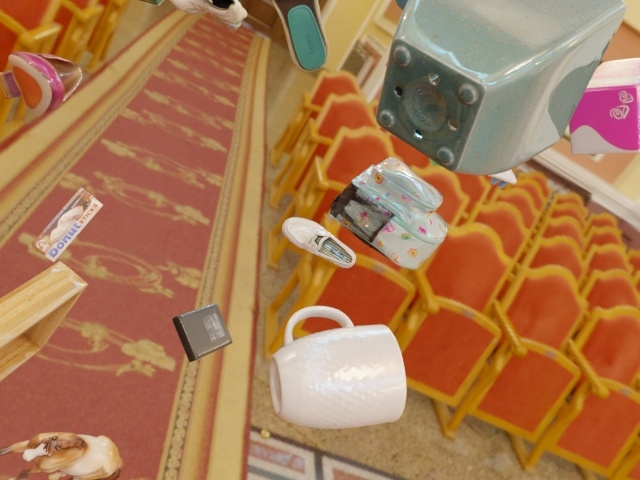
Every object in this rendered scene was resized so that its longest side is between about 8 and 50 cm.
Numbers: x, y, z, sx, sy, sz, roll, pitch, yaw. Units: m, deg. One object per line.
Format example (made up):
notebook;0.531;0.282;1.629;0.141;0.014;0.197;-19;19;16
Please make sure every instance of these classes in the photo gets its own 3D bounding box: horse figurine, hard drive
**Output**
horse figurine;-0.373;0.328;0.946;0.263;0.175;0.066;54;15;-55
hard drive;-0.238;0.185;1.311;0.135;0.022;0.094;-14;80;-66

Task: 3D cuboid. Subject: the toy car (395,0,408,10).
toy car;0.263;-0.597;1.255;0.219;0.238;0.210;-4;-58;53

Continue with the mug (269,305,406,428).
mug;0.023;0.349;1.822;0.328;0.276;0.373;-3;52;-16

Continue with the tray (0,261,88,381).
tray;-0.558;0.195;1.016;0.076;0.203;0.411;41;26;-3

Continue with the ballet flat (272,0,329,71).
ballet flat;-0.041;-0.395;1.036;0.086;0.248;0.086;-6;38;5

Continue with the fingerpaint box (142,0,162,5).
fingerpaint box;-0.559;-0.778;1.481;0.445;0.163;0.371;24;-25;25

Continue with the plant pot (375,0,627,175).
plant pot;0.216;-0.235;0.909;0.248;0.247;0.252;38;55;22

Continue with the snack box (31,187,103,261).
snack box;-0.603;-0.038;1.533;0.022;0.178;0.064;21;-20;52

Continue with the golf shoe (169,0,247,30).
golf shoe;-0.238;-0.501;1.323;0.176;0.069;0.086;20;-7;4

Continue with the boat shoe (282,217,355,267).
boat shoe;0.000;0.000;1.773;0.226;0.083;0.076;26;-5;-1

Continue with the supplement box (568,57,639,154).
supplement box;0.513;-0.234;1.105;0.114;0.111;0.220;5;28;40

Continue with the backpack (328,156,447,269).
backpack;0.133;-0.046;1.117;0.188;0.144;0.166;45;24;2

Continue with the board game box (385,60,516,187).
board game box;0.384;-0.346;1.892;0.390;0.050;0.389;9;53;-44

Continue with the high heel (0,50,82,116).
high heel;-0.536;-0.341;1.316;0.181;0.127;0.377;-25;29;-29
